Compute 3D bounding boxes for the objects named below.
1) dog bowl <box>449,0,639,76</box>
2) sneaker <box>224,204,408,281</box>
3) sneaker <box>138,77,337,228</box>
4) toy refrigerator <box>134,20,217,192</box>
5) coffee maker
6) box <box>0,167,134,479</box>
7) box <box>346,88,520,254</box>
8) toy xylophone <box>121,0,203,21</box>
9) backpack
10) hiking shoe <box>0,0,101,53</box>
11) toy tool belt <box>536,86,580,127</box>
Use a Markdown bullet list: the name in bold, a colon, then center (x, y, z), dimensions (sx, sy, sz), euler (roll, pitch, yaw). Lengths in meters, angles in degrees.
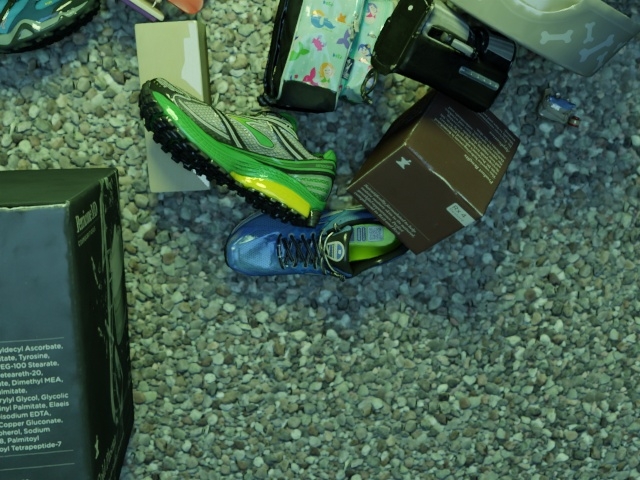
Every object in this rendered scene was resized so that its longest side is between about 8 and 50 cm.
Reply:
- **dog bowl**: center (0.298, -0.362, 1.237), dimensions (0.349, 0.348, 0.102), euler (26, 113, -9)
- **sneaker**: center (0.000, 0.000, 1.409), dimensions (0.330, 0.147, 0.129), euler (-9, 101, -3)
- **sneaker**: center (-0.127, -0.155, 1.305), dimensions (0.344, 0.134, 0.146), euler (30, 76, -24)
- **toy refrigerator**: center (-0.234, -0.220, 1.377), dimensions (0.102, 0.094, 0.269), euler (-3, 100, 3)
- **coffee maker**: center (0.173, -0.260, 1.228), dimensions (0.178, 0.120, 0.171), euler (20, 133, -29)
- **box**: center (-0.453, 0.148, 1.226), dimensions (0.298, 0.480, 0.471), euler (-4, 101, -6)
- **box**: center (0.184, -0.122, 1.347), dimensions (0.168, 0.167, 0.203), euler (43, 52, -10)
- **toy xylophone**: center (-0.251, -0.513, 1.286), dimensions (0.236, 0.081, 0.322), euler (20, 98, -34)
- **backpack**: center (0.009, -0.328, 1.311), dimensions (0.191, 0.225, 0.253), euler (5, 96, -8)
- **hiking shoe**: center (-0.503, -0.358, 1.315), dimensions (0.304, 0.113, 0.132), euler (-20, 102, -1)
- **toy tool belt**: center (0.421, -0.233, 1.453), dimensions (0.083, 0.052, 0.051), euler (16, 107, -8)
